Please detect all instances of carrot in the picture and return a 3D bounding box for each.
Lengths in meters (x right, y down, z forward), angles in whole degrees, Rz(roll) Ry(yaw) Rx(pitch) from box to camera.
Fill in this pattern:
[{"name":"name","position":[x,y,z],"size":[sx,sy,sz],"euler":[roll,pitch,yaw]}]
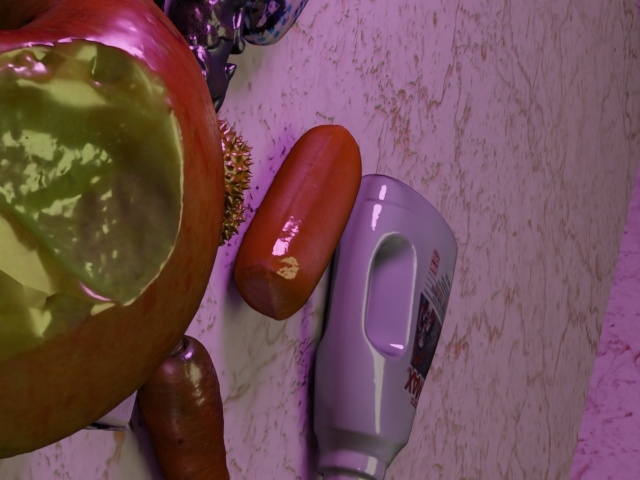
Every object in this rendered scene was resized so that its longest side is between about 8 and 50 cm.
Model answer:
[{"name":"carrot","position":[-0.133,0.182,1.645],"size":[0.087,0.087,0.193],"euler":[-59,147,-50]}]

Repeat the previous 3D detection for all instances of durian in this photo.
[{"name":"durian","position":[-0.134,-0.049,1.542],"size":[0.168,0.137,0.158],"euler":[-19,124,-43]}]

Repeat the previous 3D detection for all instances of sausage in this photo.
[{"name":"sausage","position":[-0.020,-0.026,1.882],"size":[0.274,0.105,0.105],"euler":[-65,150,-44]}]

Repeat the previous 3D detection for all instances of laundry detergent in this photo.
[{"name":"laundry detergent","position":[0.063,0.142,2.094],"size":[0.264,0.124,0.398],"euler":[55,45,-59]}]

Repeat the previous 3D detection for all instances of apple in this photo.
[{"name":"apple","position":[-0.225,-0.024,1.049],"size":[0.339,0.339,0.340],"euler":[3,90,-69]}]

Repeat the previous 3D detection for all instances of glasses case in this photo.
[{"name":"glasses case","position":[-0.032,-0.346,1.841],"size":[0.125,0.076,0.327],"euler":[74,29,-42]}]

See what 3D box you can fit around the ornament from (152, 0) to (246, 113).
[{"name":"ornament","position":[-0.144,-0.219,1.567],"size":[0.236,0.080,0.202],"euler":[38,61,-64]}]

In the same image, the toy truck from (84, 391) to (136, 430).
[{"name":"toy truck","position":[-0.194,0.040,1.412],"size":[0.101,0.125,0.243],"euler":[36,60,-66]}]
